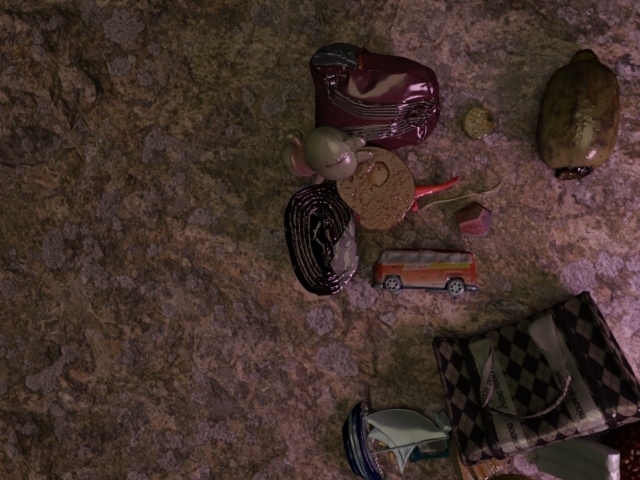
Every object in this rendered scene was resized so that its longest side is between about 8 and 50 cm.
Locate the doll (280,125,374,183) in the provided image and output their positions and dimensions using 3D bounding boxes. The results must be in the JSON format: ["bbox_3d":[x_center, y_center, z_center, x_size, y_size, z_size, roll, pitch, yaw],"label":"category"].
[{"bbox_3d":[0.000,-0.198,1.253,0.113,0.155,0.275,-48,34,-21],"label":"doll"}]

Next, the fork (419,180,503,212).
[{"bbox_3d":[0.361,-0.107,1.356,0.219,0.034,0.028,-18,79,14],"label":"fork"}]

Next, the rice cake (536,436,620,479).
[{"bbox_3d":[0.590,0.507,1.225,0.043,0.237,0.127,-4,89,-20],"label":"rice cake"}]

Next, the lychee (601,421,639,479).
[{"bbox_3d":[0.764,0.500,1.177,0.271,0.236,0.236,-29,85,3],"label":"lychee"}]

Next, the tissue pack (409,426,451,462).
[{"bbox_3d":[0.295,0.537,1.397,0.138,0.028,0.085,-13,85,18],"label":"tissue pack"}]

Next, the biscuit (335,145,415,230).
[{"bbox_3d":[0.137,-0.134,1.312,0.181,0.049,0.208,-41,92,9],"label":"biscuit"}]

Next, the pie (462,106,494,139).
[{"bbox_3d":[0.400,-0.297,1.348,0.085,0.017,0.085,1,92,13],"label":"pie"}]

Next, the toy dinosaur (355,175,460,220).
[{"bbox_3d":[0.209,-0.140,1.391,0.286,0.070,0.139,-29,63,12],"label":"toy dinosaur"}]

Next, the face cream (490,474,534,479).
[{"bbox_3d":[0.481,0.708,1.275,0.218,0.179,0.218,0,92,14],"label":"face cream"}]

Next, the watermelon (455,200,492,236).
[{"bbox_3d":[0.388,-0.047,1.334,0.084,0.072,0.092,-35,88,30],"label":"watermelon"}]

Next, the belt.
[{"bbox_3d":[0.000,0.000,1.392,0.184,0.164,0.289,-7,88,-12],"label":"belt"}]

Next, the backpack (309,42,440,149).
[{"bbox_3d":[0.135,-0.329,1.310,0.317,0.197,0.283,8,131,13],"label":"backpack"}]

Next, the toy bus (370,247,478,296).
[{"bbox_3d":[0.263,0.081,1.348,0.265,0.121,0.120,1,83,15],"label":"toy bus"}]

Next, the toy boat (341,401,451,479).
[{"bbox_3d":[0.203,0.515,1.390,0.291,0.067,0.220,-19,81,17],"label":"toy boat"}]

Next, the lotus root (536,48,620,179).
[{"bbox_3d":[0.598,-0.301,1.236,0.173,0.173,0.309,5,85,14],"label":"lotus root"}]

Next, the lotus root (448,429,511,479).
[{"bbox_3d":[0.384,0.534,1.336,0.143,0.070,0.144,-18,68,-18],"label":"lotus root"}]

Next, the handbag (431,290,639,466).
[{"bbox_3d":[0.487,0.316,1.244,0.416,0.180,0.317,-25,59,17],"label":"handbag"}]
